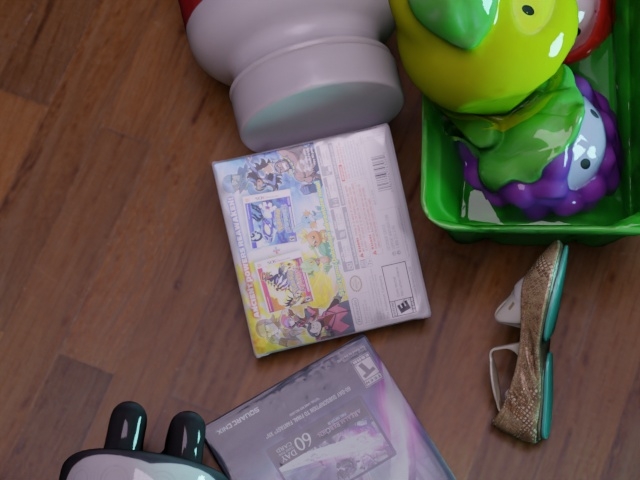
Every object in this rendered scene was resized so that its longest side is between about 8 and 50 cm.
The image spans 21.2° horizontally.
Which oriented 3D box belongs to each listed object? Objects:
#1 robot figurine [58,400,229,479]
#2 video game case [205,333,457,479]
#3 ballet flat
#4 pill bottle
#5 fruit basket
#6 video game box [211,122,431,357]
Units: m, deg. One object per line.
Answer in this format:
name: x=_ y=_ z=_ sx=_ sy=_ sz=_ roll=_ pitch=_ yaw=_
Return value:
robot figurine: x=-0.175 y=0.299 z=1.617 sx=0.209 sy=0.173 sz=0.278 roll=-5 pitch=67 yaw=31
video game case: x=0.031 y=0.255 z=1.705 sx=0.196 sy=0.026 sz=0.274 roll=-30 pitch=72 yaw=-9
ballet flat: x=0.203 y=0.099 z=1.706 sx=0.067 sy=0.073 sz=0.206 roll=7 pitch=94 yaw=16
pill bottle: x=-0.046 y=-0.306 z=1.797 sx=0.229 sy=0.229 sz=0.408 roll=-13 pitch=71 yaw=-4
fruit basket: x=0.204 y=-0.188 z=1.682 sx=0.283 sy=0.392 sz=0.392 roll=1 pitch=70 yaw=1
video game box: x=0.000 y=0.000 z=1.752 sx=0.187 sy=0.048 sz=0.205 roll=-12 pitch=91 yaw=-6
